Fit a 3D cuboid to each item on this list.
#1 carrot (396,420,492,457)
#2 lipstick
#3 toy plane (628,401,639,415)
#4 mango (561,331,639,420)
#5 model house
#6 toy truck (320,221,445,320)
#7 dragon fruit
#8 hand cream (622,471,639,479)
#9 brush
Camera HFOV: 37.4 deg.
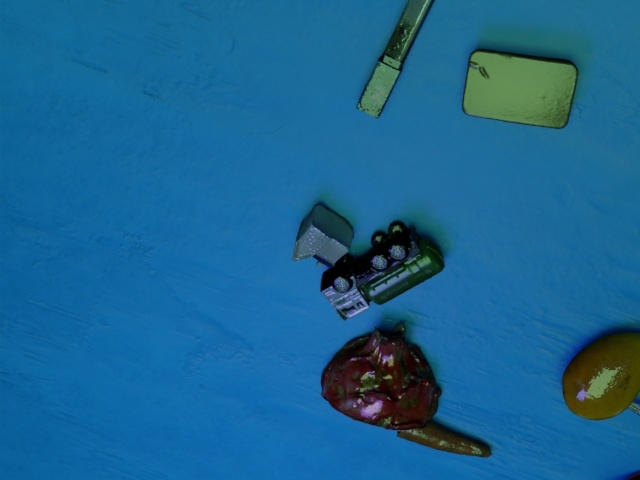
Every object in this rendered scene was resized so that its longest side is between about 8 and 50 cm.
[{"bbox_3d":[0.270,0.427,2.039,0.210,0.061,0.061,20,114,1],"label":"carrot"},{"bbox_3d":[0.153,-0.377,1.750,0.051,0.051,0.312,27,113,3],"label":"lipstick"},{"bbox_3d":[0.716,0.349,1.905,0.226,0.058,0.226,-4,113,13],"label":"toy plane"},{"bbox_3d":[0.573,0.265,1.873,0.217,0.102,0.141,-43,70,14],"label":"mango"},{"bbox_3d":[0.000,0.000,1.915,0.101,0.087,0.100,32,125,-15],"label":"model house"},{"bbox_3d":[0.124,0.062,1.904,0.243,0.101,0.125,-30,114,18],"label":"toy truck"},{"bbox_3d":[0.126,0.275,1.967,0.262,0.134,0.211,11,106,9],"label":"dragon fruit"},{"bbox_3d":[0.701,0.577,1.909,0.230,0.230,0.149,-19,109,18],"label":"hand cream"},{"bbox_3d":[0.364,-0.280,1.737,0.197,0.059,0.123,10,110,8],"label":"brush"}]
